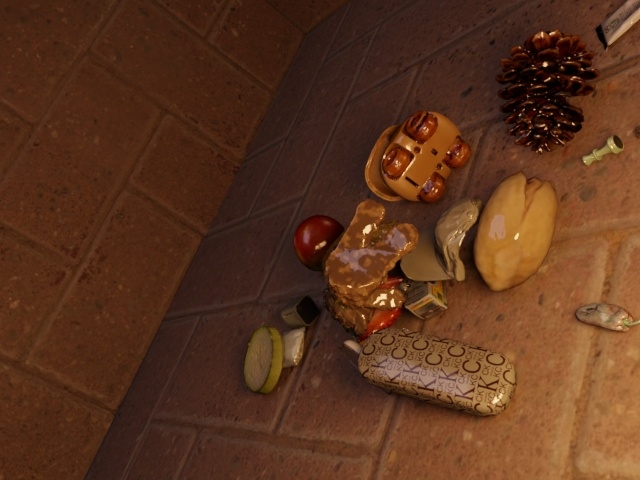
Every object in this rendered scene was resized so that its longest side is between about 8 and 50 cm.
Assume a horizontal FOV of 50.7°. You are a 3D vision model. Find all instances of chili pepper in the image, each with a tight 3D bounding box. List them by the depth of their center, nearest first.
[{"bbox_3d":[0.527,0.140,1.260,0.050,0.041,0.153,-18,14,-21],"label":"chili pepper"}]

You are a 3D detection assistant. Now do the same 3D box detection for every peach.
[{"bbox_3d":[0.000,0.000,2.232,0.197,0.197,0.197,-42,28,28],"label":"peach"}]

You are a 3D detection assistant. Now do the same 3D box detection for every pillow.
[{"bbox_3d":[-0.122,0.355,2.165,0.229,0.051,0.128,-27,43,49],"label":"pillow"}]

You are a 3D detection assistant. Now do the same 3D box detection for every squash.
[{"bbox_3d":[-0.184,0.381,2.169,0.219,0.041,0.219,-37,46,50],"label":"squash"}]

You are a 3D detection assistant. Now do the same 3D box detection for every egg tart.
[{"bbox_3d":[0.098,0.040,1.975,0.319,0.128,0.319,-49,5,5],"label":"egg tart"}]

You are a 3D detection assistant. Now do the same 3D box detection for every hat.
[{"bbox_3d":[0.278,-0.013,1.603,0.245,0.149,0.214,-2,48,36],"label":"hat"}]

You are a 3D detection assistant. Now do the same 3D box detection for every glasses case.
[{"bbox_3d":[0.240,0.274,1.440,0.355,0.085,0.137,9,57,36],"label":"glasses case"}]

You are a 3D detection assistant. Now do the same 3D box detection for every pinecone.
[{"bbox_3d":[0.544,-0.347,1.626,0.246,0.246,0.292,-16,65,55],"label":"pinecone"}]

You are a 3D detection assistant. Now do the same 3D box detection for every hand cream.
[{"bbox_3d":[0.817,-0.608,1.651,0.336,0.076,0.121,-43,21,40],"label":"hand cream"}]

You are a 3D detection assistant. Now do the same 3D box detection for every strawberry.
[{"bbox_3d":[0.147,0.165,1.822,0.228,0.098,0.174,-46,63,0],"label":"strawberry"}]

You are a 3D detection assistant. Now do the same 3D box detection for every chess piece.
[{"bbox_3d":[0.623,-0.195,1.505,0.093,0.042,0.042,-36,30,48],"label":"chess piece"}]

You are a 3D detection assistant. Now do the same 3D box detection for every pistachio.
[{"bbox_3d":[0.430,-0.022,1.499,0.181,0.162,0.293,85,-156,-67],"label":"pistachio"}]

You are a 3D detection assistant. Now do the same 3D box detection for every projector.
[{"bbox_3d":[-0.064,0.231,2.161,0.082,0.083,0.083,-25,14,49],"label":"projector"}]

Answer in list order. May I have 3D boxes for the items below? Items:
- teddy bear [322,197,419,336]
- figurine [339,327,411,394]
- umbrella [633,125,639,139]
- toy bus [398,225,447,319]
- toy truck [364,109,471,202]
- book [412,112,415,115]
[{"bbox_3d":[0.121,0.078,1.682,0.246,0.222,0.296,38,88,27],"label":"teddy bear"},{"bbox_3d":[0.153,0.268,1.676,0.141,0.166,0.250,-44,20,-12],"label":"figurine"},{"bbox_3d":[0.699,-0.232,1.437,0.083,0.020,0.031,15,73,59],"label":"umbrella"},{"bbox_3d":[0.266,0.082,1.729,0.092,0.106,0.268,-34,29,30],"label":"toy bus"},{"bbox_3d":[0.279,-0.240,1.993,0.288,0.204,0.211,-57,22,1],"label":"toy truck"},{"bbox_3d":[0.300,-0.309,2.255,0.201,0.026,0.289,-49,24,11],"label":"book"}]
